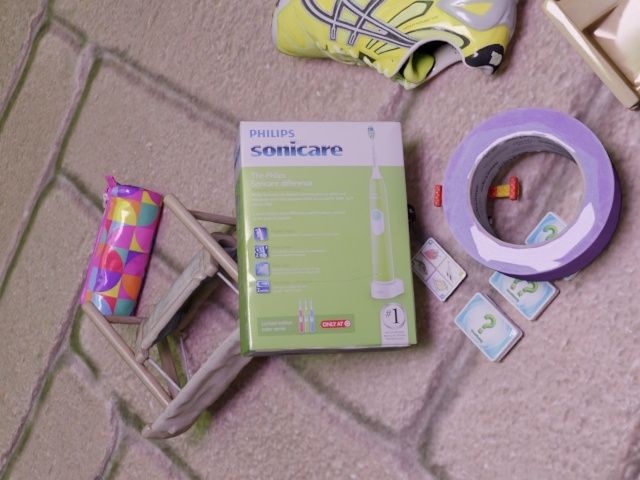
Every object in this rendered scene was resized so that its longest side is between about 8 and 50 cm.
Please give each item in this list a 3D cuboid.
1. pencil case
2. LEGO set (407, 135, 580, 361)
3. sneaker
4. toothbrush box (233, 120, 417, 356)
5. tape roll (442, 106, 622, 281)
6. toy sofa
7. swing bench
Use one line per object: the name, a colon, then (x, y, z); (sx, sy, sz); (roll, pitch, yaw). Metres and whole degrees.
pencil case: (-0.340, 0.015, 1.514); (0.104, 0.104, 0.236); (11, 89, 41)
LEGO set: (0.186, -0.001, 1.099); (0.182, 0.060, 0.244); (-52, 53, 15)
sneaker: (0.077, -0.279, 1.191); (0.384, 0.145, 0.147); (0, 80, 42)
toothbrush box: (0.000, 0.000, 1.134); (0.122, 0.206, 0.283); (135, 132, -76)
tape roll: (0.239, -0.050, 1.016); (0.188, 0.080, 0.189); (-4, 81, 25)
toy sofa: (0.419, -0.306, 0.923); (0.362, 0.177, 0.150); (-42, 82, 26)
swing bench: (-0.182, 0.114, 1.322); (0.253, 0.165, 0.255); (-47, 60, 22)
